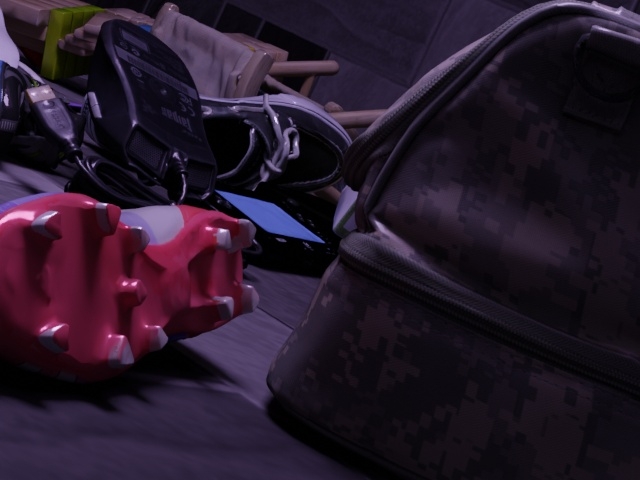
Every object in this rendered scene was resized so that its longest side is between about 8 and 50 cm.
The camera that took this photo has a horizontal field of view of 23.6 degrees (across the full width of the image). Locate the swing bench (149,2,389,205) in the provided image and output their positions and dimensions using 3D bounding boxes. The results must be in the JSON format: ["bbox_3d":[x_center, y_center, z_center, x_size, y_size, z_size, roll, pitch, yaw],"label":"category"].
[{"bbox_3d":[-0.051,-0.133,1.714,0.255,0.165,0.253,14,12,-33],"label":"swing bench"}]

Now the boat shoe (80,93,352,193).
[{"bbox_3d":[-0.077,-0.090,1.478,0.306,0.113,0.105,16,17,-41],"label":"boat shoe"}]

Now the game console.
[{"bbox_3d":[0.000,0.000,1.342,0.213,0.044,0.361,28,8,25],"label":"game console"}]

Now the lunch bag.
[{"bbox_3d":[0.121,0.000,0.857,0.213,0.256,0.305,26,6,7],"label":"lunch bag"}]

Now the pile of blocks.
[{"bbox_3d":[-0.228,-0.210,1.851,0.362,0.112,0.149,13,18,2],"label":"pile of blocks"}]

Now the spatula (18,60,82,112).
[{"bbox_3d":[-0.315,-0.176,1.610,0.296,0.030,0.084,27,6,19],"label":"spatula"}]

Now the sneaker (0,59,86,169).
[{"bbox_3d":[-0.218,-0.093,1.161,0.078,0.067,0.188,22,5,1],"label":"sneaker"}]

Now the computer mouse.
[{"bbox_3d":[-0.156,-0.081,1.145,0.184,0.060,0.262,23,32,-42],"label":"computer mouse"}]

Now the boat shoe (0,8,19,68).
[{"bbox_3d":[-0.325,-0.178,1.314,0.084,0.095,0.258,26,4,-29],"label":"boat shoe"}]

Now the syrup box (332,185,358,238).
[{"bbox_3d":[0.135,0.008,1.303,0.237,0.093,0.096,34,22,-8],"label":"syrup box"}]

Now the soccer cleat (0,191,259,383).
[{"bbox_3d":[-0.111,0.019,0.711,0.095,0.083,0.248,-4,1,21],"label":"soccer cleat"}]
